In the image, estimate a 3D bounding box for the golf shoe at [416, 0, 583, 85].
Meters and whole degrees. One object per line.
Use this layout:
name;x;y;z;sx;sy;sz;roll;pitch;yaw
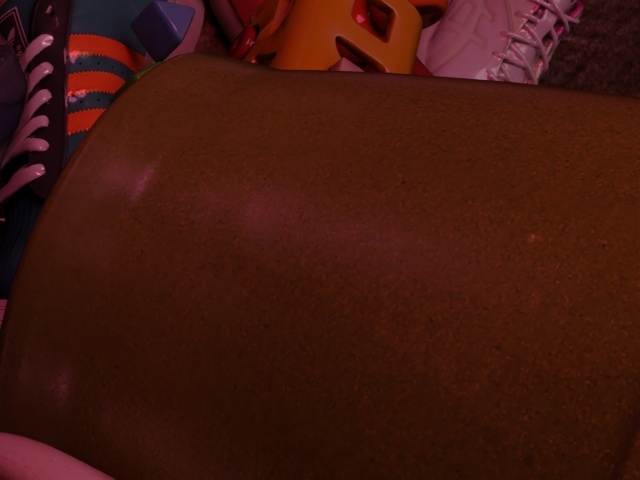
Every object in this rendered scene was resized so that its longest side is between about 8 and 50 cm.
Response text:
golf shoe;0.158;-0.178;1.407;0.115;0.140;0.306;36;47;-34

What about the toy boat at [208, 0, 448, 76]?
toy boat;0.033;-0.160;1.237;0.231;0.151;0.151;58;38;-8

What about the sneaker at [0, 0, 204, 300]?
sneaker;-0.164;-0.080;1.008;0.121;0.108;0.302;37;40;-25

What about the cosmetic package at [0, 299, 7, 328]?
cosmetic package;-0.148;0.155;0.856;0.099;0.060;0.239;-53;135;-47

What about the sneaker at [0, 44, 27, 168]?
sneaker;-0.234;0.025;0.874;0.131;0.112;0.319;60;40;-31

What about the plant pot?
plant pot;0.057;0.076;0.750;0.366;0.353;0.366;-54;156;-38

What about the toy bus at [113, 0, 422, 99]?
toy bus;-0.003;-0.075;0.988;0.191;0.104;0.202;-17;77;-44

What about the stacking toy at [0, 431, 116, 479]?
stacking toy;-0.239;0.306;0.581;0.480;0.351;0.350;-24;89;-37
